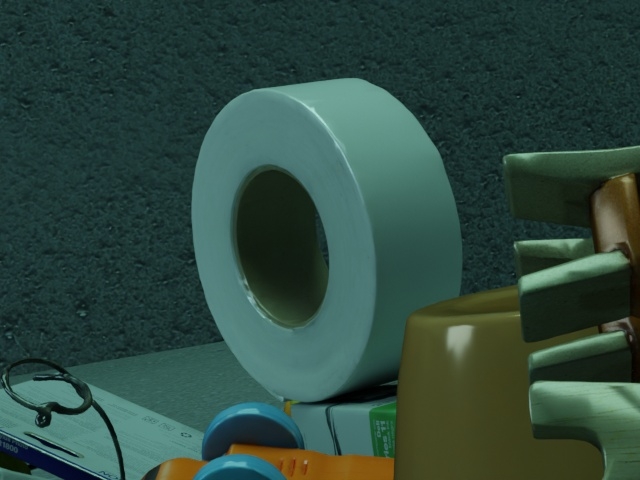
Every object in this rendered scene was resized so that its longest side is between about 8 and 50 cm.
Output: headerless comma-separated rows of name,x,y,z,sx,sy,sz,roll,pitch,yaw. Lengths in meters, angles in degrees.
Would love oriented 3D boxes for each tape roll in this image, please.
tape roll,0.000,0.000,1.632,0.100,0.286,0.286,-12,3,-36

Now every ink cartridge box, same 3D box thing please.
ink cartridge box,0.086,0.172,1.589,0.153,0.087,0.208,-10,1,-27
ink cartridge box,-0.211,0.193,1.676,0.223,0.045,0.224,21,11,20

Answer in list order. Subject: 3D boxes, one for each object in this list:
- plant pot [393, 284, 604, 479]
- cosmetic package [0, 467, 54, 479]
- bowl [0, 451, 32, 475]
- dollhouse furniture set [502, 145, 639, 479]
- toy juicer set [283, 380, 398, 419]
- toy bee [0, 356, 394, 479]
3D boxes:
plant pot,0.159,0.125,0.999,0.291,0.203,0.291,-9,3,0
cosmetic package,-0.231,0.197,0.955,0.284,0.097,0.377,-7,-13,10
bowl,-0.417,0.213,1.727,0.289,0.156,0.289,-8,2,0
dollhouse furniture set,0.158,0.123,0.715,0.135,0.262,0.259,-7,-29,6
toy juicer set,0.114,0.162,1.952,0.329,0.089,0.209,-18,-9,-13
toy bee,-0.065,0.189,1.225,0.298,0.162,0.195,23,25,18
